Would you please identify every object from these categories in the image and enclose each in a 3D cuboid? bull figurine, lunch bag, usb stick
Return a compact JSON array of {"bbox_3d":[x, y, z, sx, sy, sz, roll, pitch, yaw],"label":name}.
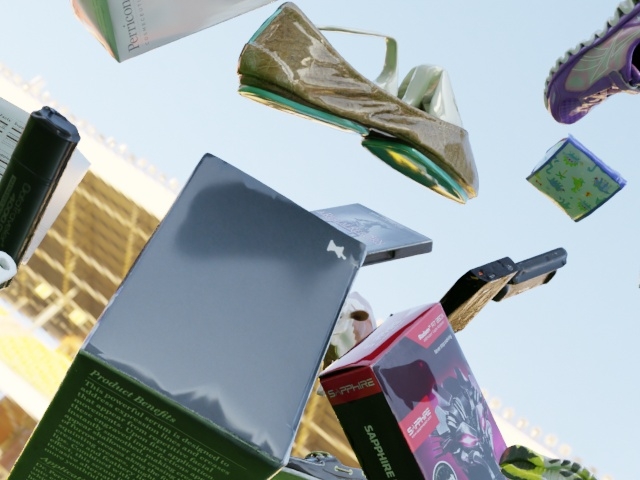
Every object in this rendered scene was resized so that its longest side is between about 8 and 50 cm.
[{"bbox_3d":[0.043,0.176,1.687,0.101,0.188,0.310,11,6,9],"label":"bull figurine"},{"bbox_3d":[0.451,-0.116,1.679,0.129,0.096,0.151,39,-15,2],"label":"lunch bag"},{"bbox_3d":[-0.403,-0.052,1.294,0.077,0.045,0.278,35,-66,7],"label":"usb stick"}]

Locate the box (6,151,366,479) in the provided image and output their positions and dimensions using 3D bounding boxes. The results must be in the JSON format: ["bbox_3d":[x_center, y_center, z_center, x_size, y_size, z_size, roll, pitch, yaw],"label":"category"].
[{"bbox_3d":[-0.160,0.157,1.060,0.212,0.293,0.395,32,-45,-7],"label":"box"}]

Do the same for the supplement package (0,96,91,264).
[{"bbox_3d":[-0.493,-0.095,1.506,0.149,0.203,0.194,30,-9,4],"label":"supplement package"}]

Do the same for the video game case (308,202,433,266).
[{"bbox_3d":[0.000,0.000,1.432,0.196,0.274,0.026,30,-55,51],"label":"video game case"}]

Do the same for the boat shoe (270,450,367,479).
[{"bbox_3d":[0.003,0.381,1.563,0.081,0.068,0.228,-17,-36,39],"label":"boat shoe"}]

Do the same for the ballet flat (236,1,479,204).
[{"bbox_3d":[0.065,-0.148,1.011,0.342,0.124,0.116,23,-2,-34],"label":"ballet flat"}]

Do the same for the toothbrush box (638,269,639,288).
[{"bbox_3d":[0.543,-0.034,1.167,0.122,0.206,0.283,38,-41,-21],"label":"toothbrush box"}]

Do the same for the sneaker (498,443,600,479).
[{"bbox_3d":[0.157,0.156,0.626,0.035,0.031,0.083,29,-5,-41],"label":"sneaker"}]

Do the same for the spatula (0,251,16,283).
[{"bbox_3d":[-0.234,-0.011,0.434,0.019,0.242,0.168,-33,-84,18],"label":"spatula"}]

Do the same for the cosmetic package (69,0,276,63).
[{"bbox_3d":[-0.135,-0.405,1.210,0.156,0.385,0.217,44,-26,36],"label":"cosmetic package"}]

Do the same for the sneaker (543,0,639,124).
[{"bbox_3d":[0.393,-0.228,1.284,0.236,0.095,0.104,-49,-137,41],"label":"sneaker"}]

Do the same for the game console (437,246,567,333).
[{"bbox_3d":[0.358,0.095,1.921,0.044,0.361,0.213,56,-43,22],"label":"game console"}]

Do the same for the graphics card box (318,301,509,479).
[{"bbox_3d":[0.158,0.292,1.298,0.094,0.233,0.370,-21,-85,33],"label":"graphics card box"}]
